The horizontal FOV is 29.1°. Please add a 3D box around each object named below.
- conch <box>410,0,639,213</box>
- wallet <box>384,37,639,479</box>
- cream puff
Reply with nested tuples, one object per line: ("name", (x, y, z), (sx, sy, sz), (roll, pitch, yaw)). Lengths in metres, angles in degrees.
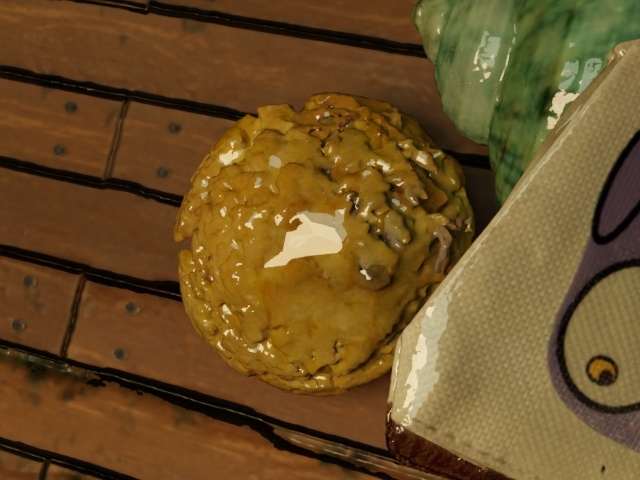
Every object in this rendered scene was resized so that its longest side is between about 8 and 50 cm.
("conch", (0.136, -0.071, 0.686), (0.188, 0.122, 0.176), (59, 141, 27))
("wallet", (0.213, 0.057, 0.600), (0.335, 0.068, 0.275), (27, 84, -14))
("cream puff", (0.000, 0.000, 0.720), (0.189, 0.129, 0.189), (-2, 84, 21))
